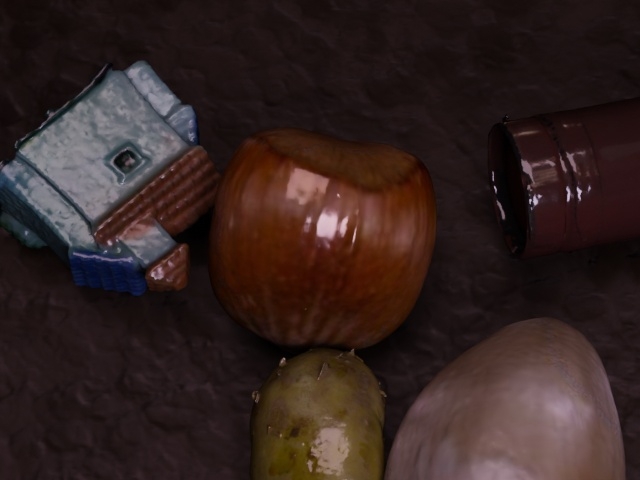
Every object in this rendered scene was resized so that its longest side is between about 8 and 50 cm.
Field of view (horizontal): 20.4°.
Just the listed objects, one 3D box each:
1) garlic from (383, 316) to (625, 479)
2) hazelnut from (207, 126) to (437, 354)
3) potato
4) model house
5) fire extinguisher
[{"bbox_3d":[0.112,0.184,1.067,0.143,0.112,0.318,11,70,-15],"label":"garlic"},{"bbox_3d":[0.000,0.000,1.167,0.150,0.150,0.150,-2,60,4],"label":"hazelnut"},{"bbox_3d":[-0.001,0.131,1.127,0.091,0.070,0.138,-9,58,17],"label":"potato"},{"bbox_3d":[-0.128,-0.021,1.211,0.148,0.119,0.148,-38,74,-17],"label":"model house"},{"bbox_3d":[0.285,-0.068,1.200,0.341,0.105,0.141,-10,39,-9],"label":"fire extinguisher"}]
